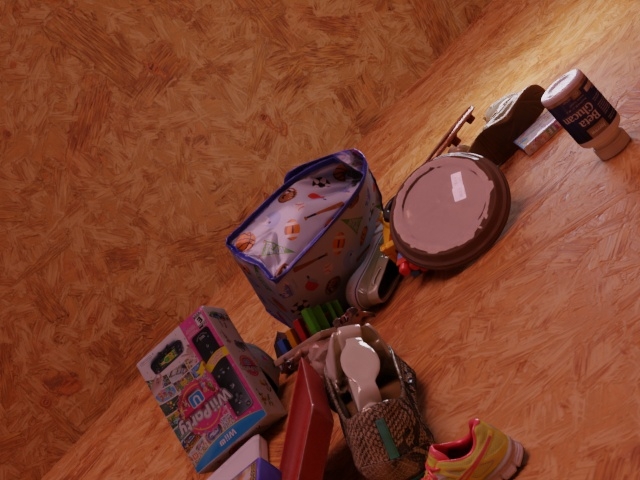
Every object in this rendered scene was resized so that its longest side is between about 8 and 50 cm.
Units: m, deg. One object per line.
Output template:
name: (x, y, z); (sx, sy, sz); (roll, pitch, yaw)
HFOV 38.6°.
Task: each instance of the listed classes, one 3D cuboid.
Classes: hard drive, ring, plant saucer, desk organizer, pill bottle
hard drive: (-0.184, 0.522, 1.820); (0.203, 0.040, 0.307); (-44, 11, 5)
ring: (0.273, -0.187, 2.229); (0.336, 0.032, 0.336); (-53, 0, 0)
plant saucer: (0.265, -0.070, 1.936); (0.278, 0.041, 0.278); (-15, 58, 26)
desk organizer: (-0.079, 0.280, 2.274); (0.130, 0.050, 0.047); (-113, 34, -62)
pill bottle: (0.510, -0.236, 1.747); (0.094, 0.169, 0.094); (-43, 11, 11)
plant saucer: (-0.027, 0.360, 1.557); (0.258, 0.048, 0.259); (-116, 35, -78)

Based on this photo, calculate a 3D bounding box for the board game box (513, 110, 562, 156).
board game box: (0.530, -0.267, 2.148); (0.154, 0.026, 0.103); (-42, 12, 10)

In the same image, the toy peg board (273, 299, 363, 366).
toy peg board: (-0.018, 0.205, 2.089); (0.160, 0.079, 0.161); (-36, -16, 36)

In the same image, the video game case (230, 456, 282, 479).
video game case: (-0.167, 0.536, 1.538); (0.244, 0.061, 0.269); (-43, 23, 21)

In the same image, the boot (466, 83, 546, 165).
boot: (0.448, -0.280, 2.316); (0.262, 0.095, 0.203); (-51, 7, 1)

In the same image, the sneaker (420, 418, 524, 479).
sneaker: (0.164, 0.313, 1.210); (0.208, 0.094, 0.081); (-45, 13, 7)

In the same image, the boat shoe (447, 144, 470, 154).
boat shoe: (0.349, -0.188, 2.358); (0.170, 0.063, 0.059); (104, 171, -66)

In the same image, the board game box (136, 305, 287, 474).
board game box: (-0.248, 0.334, 2.066); (0.224, 0.303, 0.097); (-42, -24, 15)

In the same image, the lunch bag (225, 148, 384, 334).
lunch bag: (0.000, 0.000, 2.214); (0.239, 0.328, 0.385); (35, 74, 33)

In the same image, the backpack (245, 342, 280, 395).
backpack: (-0.189, 0.334, 2.187); (0.188, 0.166, 0.144); (-35, 21, 27)

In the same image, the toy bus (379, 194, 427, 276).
toy bus: (0.239, -0.017, 2.033); (0.220, 0.149, 0.211); (-34, 29, 33)

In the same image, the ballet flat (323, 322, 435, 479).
ballet flat: (0.081, 0.237, 1.536); (0.164, 0.182, 0.483); (-22, 11, -1)

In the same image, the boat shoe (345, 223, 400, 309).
boat shoe: (0.163, 0.054, 2.171); (0.094, 0.109, 0.302); (-3, 41, 36)

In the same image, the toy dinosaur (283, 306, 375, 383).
toy dinosaur: (0.038, 0.235, 1.887); (0.200, 0.127, 0.295); (-35, -6, -5)
